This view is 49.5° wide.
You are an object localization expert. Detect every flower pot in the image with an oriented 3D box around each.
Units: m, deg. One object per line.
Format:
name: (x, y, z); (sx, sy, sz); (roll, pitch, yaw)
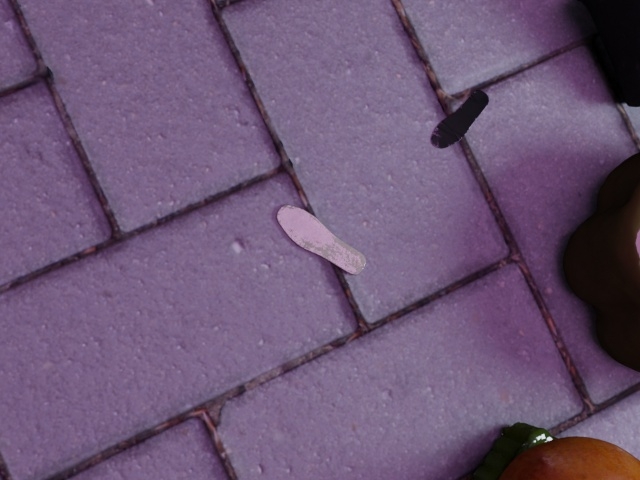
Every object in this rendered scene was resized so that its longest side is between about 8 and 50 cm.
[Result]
flower pot: (0.690, -0.390, 1.299); (0.380, 0.379, 0.251); (-11, 104, -9)

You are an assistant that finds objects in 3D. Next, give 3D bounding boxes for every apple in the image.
apple: (0.411, 0.458, 1.065); (0.299, 0.275, 0.298); (1, 81, -8)

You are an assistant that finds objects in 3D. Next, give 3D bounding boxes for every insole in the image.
insole: (0.000, 0.000, 1.291); (0.192, 0.010, 0.063); (34, 81, -3)
insole: (0.274, -0.236, 1.358); (0.053, 0.002, 0.152); (41, 81, -3)

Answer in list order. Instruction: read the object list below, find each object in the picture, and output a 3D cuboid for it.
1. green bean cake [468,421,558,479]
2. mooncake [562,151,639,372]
green bean cake: (0.383, 0.459, 1.252); (0.200, 0.113, 0.214); (41, 81, -6)
mooncake: (0.701, 0.036, 1.269); (0.467, 0.262, 0.466); (1, 82, -7)
